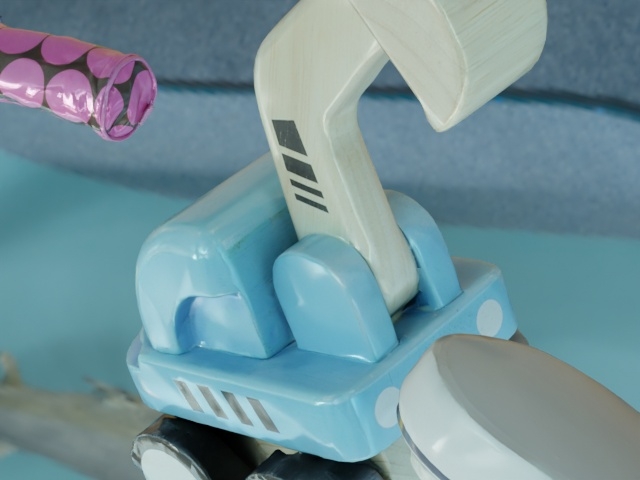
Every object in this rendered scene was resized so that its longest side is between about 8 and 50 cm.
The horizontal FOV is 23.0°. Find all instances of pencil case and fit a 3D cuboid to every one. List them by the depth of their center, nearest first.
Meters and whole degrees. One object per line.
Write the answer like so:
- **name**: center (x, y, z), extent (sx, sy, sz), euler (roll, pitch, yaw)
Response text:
- **pencil case**: center (-0.249, -0.149, 1.448), extent (0.209, 0.095, 0.098), euler (19, 158, 29)

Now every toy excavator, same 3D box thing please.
- **toy excavator**: center (0.000, 0.000, 1.053), extent (0.433, 0.222, 0.445), euler (6, 126, 49)

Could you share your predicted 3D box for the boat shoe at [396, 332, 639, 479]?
- **boat shoe**: center (0.117, 0.123, 0.558), extent (0.267, 0.088, 0.096), euler (29, -158, -33)
